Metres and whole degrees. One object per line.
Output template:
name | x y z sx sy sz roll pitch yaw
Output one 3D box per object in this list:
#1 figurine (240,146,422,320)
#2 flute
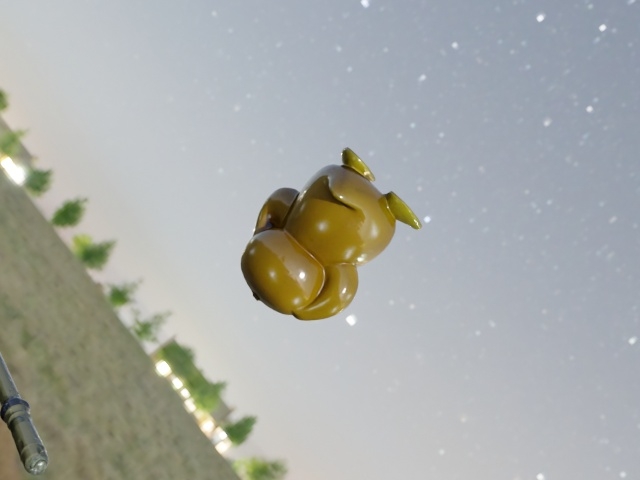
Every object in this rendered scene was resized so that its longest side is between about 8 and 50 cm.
figurine | 0.003 -0.007 1.513 0.215 0.228 0.215 31 24 -15
flute | -0.271 0.121 0.921 0.233 0.027 0.027 46 -12 48
